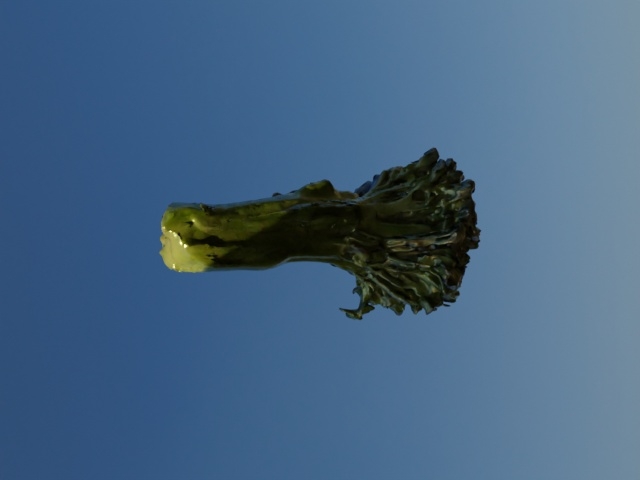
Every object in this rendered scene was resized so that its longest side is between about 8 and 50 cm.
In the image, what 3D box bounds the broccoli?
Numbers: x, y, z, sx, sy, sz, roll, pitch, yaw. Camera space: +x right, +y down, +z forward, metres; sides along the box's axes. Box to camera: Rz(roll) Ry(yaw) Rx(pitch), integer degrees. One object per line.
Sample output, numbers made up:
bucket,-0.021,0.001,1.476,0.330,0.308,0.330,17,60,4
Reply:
broccoli,0.002,-0.006,0.696,0.304,0.145,0.164,-1,-100,-22
